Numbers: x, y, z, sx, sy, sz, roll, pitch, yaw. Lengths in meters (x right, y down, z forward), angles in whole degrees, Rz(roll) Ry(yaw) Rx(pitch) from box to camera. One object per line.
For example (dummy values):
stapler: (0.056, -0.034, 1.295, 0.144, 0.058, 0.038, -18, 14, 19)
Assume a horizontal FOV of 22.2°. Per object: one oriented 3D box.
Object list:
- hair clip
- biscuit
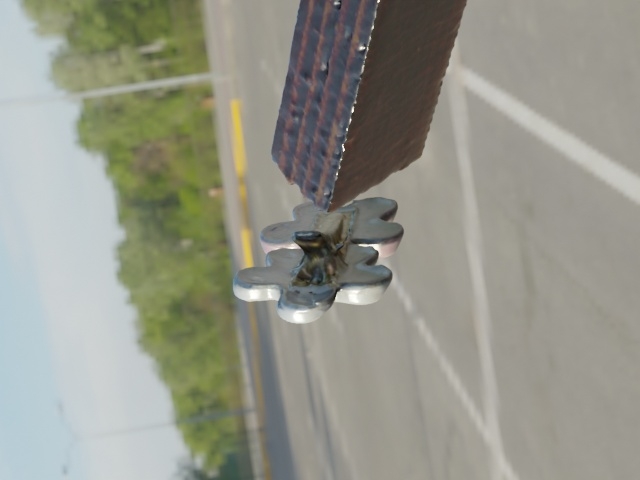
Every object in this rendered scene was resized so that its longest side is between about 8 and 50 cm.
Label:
hair clip: (0.002, 0.007, 1.515, 0.257, 0.146, 0.075, -57, -43, -74)
biscuit: (0.048, -0.175, 1.101, 0.073, 0.107, 0.388, 44, 146, 23)
